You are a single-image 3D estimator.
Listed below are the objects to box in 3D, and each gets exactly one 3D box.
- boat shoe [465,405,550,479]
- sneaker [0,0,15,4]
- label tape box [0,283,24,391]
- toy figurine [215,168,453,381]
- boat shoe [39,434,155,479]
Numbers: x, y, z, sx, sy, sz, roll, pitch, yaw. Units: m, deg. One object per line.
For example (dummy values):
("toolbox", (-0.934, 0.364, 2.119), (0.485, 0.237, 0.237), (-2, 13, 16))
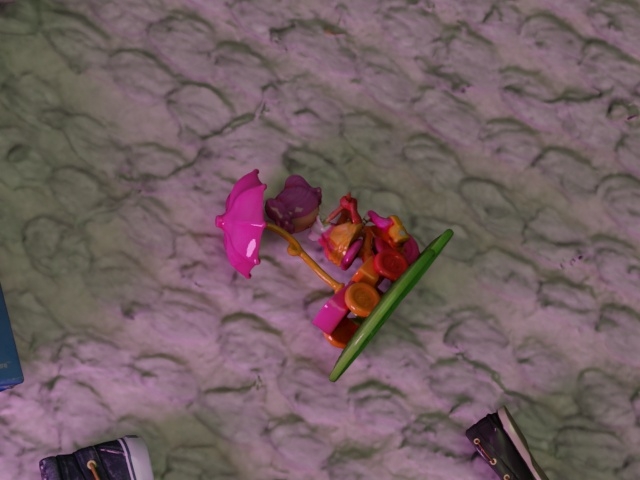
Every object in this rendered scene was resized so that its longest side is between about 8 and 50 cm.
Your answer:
("boat shoe", (0.164, 0.198, 1.535), (0.042, 0.049, 0.133), (-32, 95, 8))
("sneaker", (-0.302, -0.220, 1.467), (0.292, 0.110, 0.118), (-28, 95, -19))
("label tape box", (-0.369, -0.032, 1.351), (0.241, 0.106, 0.333), (-6, 78, -46))
("toy figurine", (0.000, 0.000, 1.506), (0.159, 0.130, 0.173), (38, 48, 5))
("boat shoe", (-0.155, 0.241, 1.424), (0.083, 0.065, 0.183), (-11, 74, -17))
